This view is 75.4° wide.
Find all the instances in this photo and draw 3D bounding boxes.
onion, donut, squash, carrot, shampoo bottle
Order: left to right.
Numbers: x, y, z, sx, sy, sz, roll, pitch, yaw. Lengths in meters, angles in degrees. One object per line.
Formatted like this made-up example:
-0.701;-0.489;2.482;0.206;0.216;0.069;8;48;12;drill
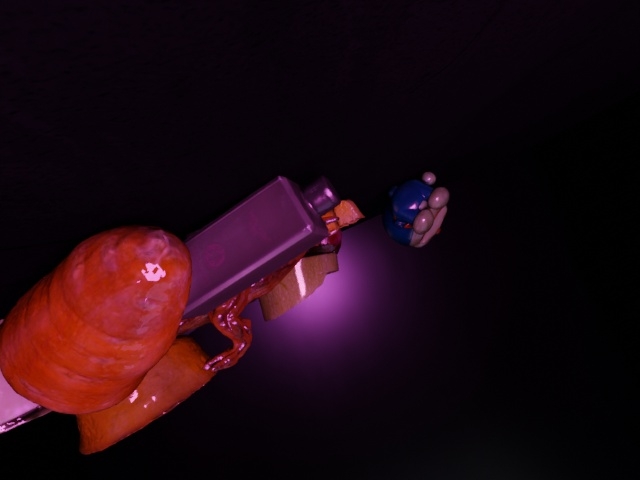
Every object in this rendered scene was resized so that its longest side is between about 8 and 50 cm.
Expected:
-0.203;0.056;0.405;0.225;0.159;0.159;-43;167;34;carrot
-0.333;0.277;0.789;0.278;0.108;0.277;-30;176;-2;donut
-0.087;0.004;0.503;0.246;0.080;0.079;-33;170;12;shampoo bottle
-0.048;0.092;0.981;0.220;0.133;0.220;-18;175;-2;squash
0.000;0.000;1.175;0.131;0.131;0.131;-24;178;-1;onion
0.011;-0.037;0.979;0.181;0.078;0.146;-29;180;-10;donut

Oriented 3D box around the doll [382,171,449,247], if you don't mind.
0.282;-0.090;1.246;0.198;0.186;0.322;-54;162;-8;doll

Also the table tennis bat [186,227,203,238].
-0.101;-0.028;0.662;0.154;0.021;0.274;-21;180;31;table tennis bat

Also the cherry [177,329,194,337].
-0.333;0.148;0.914;0.176;0.140;0.176;-37;161;-16;cherry

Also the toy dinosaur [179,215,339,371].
-0.139;0.095;0.676;0.432;0.208;0.097;-14;-170;-38;toy dinosaur

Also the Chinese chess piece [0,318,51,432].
-0.512;0.222;0.627;0.349;0.146;0.349;-24;178;-1;Chinese chess piece

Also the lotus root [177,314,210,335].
-0.257;0.101;0.731;0.260;0.128;0.145;-20;164;-33;lotus root

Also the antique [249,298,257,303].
-0.129;0.050;0.844;0.183;0.088;0.086;-44;168;27;antique
